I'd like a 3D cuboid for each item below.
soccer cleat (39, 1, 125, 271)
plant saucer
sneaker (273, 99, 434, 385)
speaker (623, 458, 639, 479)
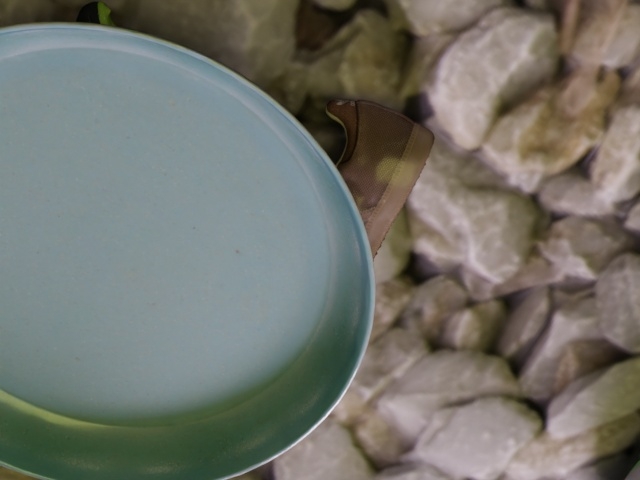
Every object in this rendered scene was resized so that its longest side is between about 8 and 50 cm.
[{"bbox_3d":[-0.142,-0.052,0.809,0.072,0.060,0.178,-1,116,-5],"label":"soccer cleat"},{"bbox_3d":[-0.126,0.014,0.794,0.318,0.043,0.317,2,123,4],"label":"plant saucer"},{"bbox_3d":[0.000,0.000,0.855,0.071,0.066,0.188,28,103,1],"label":"sneaker"},{"bbox_3d":[0.313,0.136,0.908,0.131,0.131,0.296,36,105,-19],"label":"speaker"}]
